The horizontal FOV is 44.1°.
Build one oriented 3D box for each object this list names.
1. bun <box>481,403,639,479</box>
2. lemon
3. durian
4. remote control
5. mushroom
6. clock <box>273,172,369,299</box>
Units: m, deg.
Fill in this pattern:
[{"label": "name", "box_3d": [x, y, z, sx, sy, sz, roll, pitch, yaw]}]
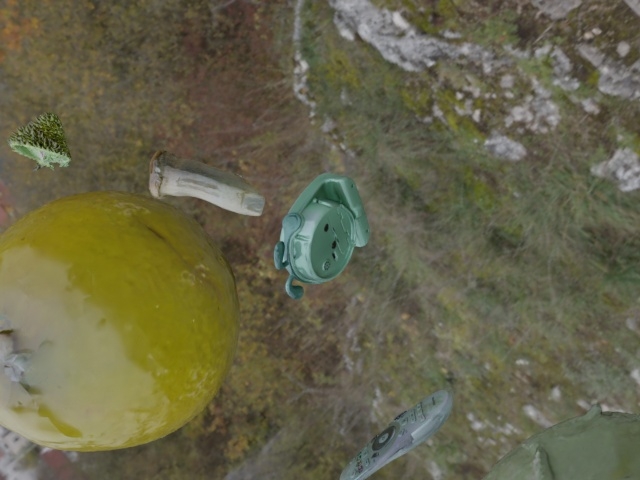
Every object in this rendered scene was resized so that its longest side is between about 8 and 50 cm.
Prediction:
[{"label": "bun", "box_3d": [0.227, 0.262, 0.553, 0.283, 0.283, 0.179, 40, -176, 13]}, {"label": "lemon", "box_3d": [-0.202, 0.075, 0.706, 0.240, 0.219, 0.240, 3, 99, 17]}, {"label": "durian", "box_3d": [-0.491, -0.164, 1.390, 0.215, 0.086, 0.100, 2, 124, 57]}, {"label": "remote control", "box_3d": [0.135, 0.351, 1.385, 0.256, 0.097, 0.045, -39, 99, 12]}, {"label": "mushroom", "box_3d": [-0.197, -0.093, 1.375, 0.209, 0.084, 0.071, 16, 159, -4]}, {"label": "clock", "box_3d": [-0.001, 0.000, 1.233, 0.060, 0.188, 0.148, 17, 145, 35]}]
